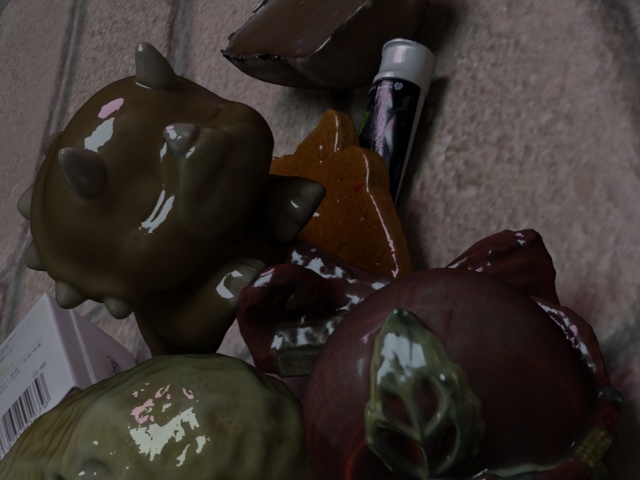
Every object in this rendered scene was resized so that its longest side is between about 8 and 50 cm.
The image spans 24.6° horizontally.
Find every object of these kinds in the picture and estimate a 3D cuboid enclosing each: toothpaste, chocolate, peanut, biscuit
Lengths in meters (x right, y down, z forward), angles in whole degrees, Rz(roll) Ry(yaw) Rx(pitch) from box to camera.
[{"bbox_3d":[0.047,-0.064,1.128,0.071,0.045,0.193,-17,50,53],"label":"toothpaste"},{"bbox_3d":[0.014,-0.184,1.288,0.161,0.083,0.261,-45,22,-7],"label":"chocolate"},{"bbox_3d":[-0.122,0.172,0.975,0.340,0.158,0.174,-21,65,54],"label":"peanut"},{"bbox_3d":[0.000,0.000,1.091,0.280,0.043,0.183,34,104,53],"label":"biscuit"}]

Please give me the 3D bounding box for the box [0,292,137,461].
[{"bbox_3d":[-0.254,0.197,1.195,0.260,0.111,0.194,-51,25,6],"label":"box"}]

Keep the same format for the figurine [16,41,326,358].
[{"bbox_3d":[-0.107,-0.020,0.968,0.177,0.173,0.247,-54,-1,-5],"label":"figurine"}]

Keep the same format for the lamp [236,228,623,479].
[{"bbox_3d":[0.054,0.086,0.800,0.215,0.151,0.223,-2,14,8],"label":"lamp"}]
